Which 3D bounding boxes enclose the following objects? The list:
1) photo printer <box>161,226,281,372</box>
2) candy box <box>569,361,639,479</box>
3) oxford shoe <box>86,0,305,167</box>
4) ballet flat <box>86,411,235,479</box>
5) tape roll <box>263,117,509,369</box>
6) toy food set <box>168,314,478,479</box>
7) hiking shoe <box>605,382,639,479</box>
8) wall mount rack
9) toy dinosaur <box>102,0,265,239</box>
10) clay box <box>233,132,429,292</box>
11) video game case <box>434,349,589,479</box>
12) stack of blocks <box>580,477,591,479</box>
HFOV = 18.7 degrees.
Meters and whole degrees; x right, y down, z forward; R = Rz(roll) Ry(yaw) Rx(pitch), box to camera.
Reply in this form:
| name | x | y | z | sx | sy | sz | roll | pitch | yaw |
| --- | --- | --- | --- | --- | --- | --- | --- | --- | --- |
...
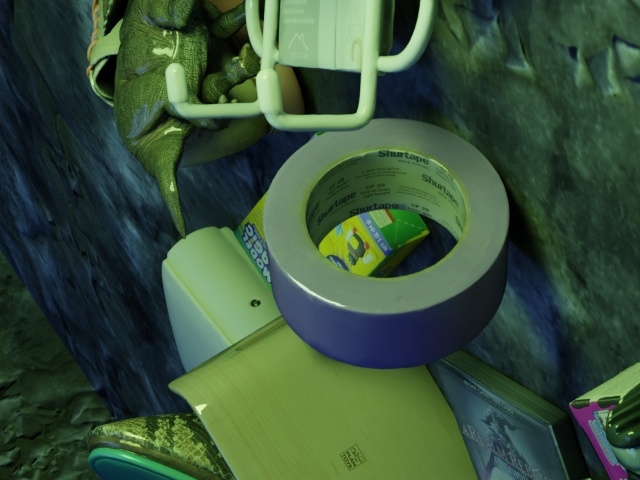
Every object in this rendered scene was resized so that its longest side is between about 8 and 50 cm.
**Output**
| name | x | y | z | sx | sy | sz | roll | pitch | yaw |
| --- | --- | --- | --- | --- | --- | --- | --- | --- | --- |
| photo printer | -0.054 | 0.163 | 2.207 | 0.307 | 0.107 | 0.256 | 49 | 159 | 33 |
| candy box | 0.278 | 0.159 | 1.336 | 0.159 | 0.071 | 0.233 | 61 | 163 | -2 |
| oxford shoe | -0.177 | -0.216 | 1.866 | 0.397 | 0.146 | 0.140 | 46 | 159 | 39 |
| ballet flat | -0.015 | 0.282 | 2.009 | 0.483 | 0.182 | 0.164 | 37 | 151 | -13 |
| tape roll | 0.052 | 0.001 | 1.513 | 0.189 | 0.189 | 0.080 | 49 | 160 | 32 |
| toy food set | 0.021 | 0.214 | 1.892 | 0.306 | 0.220 | 0.092 | 59 | 162 | 2 |
| hiking shoe | 0.311 | 0.163 | 1.130 | 0.304 | 0.113 | 0.132 | 17 | 135 | 45 |
| wall mount rack | -0.036 | -0.240 | 1.492 | 0.350 | 0.130 | 0.304 | -166 | 77 | -65 |
| toy dinosaur | -0.130 | -0.148 | 1.708 | 0.160 | 0.121 | 0.313 | -19 | 78 | 43 |
| clay box | 0.000 | 0.000 | 1.778 | 0.127 | 0.053 | 0.222 | 56 | 143 | 11 |
| video game case | 0.198 | 0.237 | 1.767 | 0.196 | 0.026 | 0.274 | 30 | 147 | 58 |
| stack of blocks | 0.196 | 0.316 | 1.710 | 0.171 | 0.087 | 0.297 | 58 | 162 | 4 |
